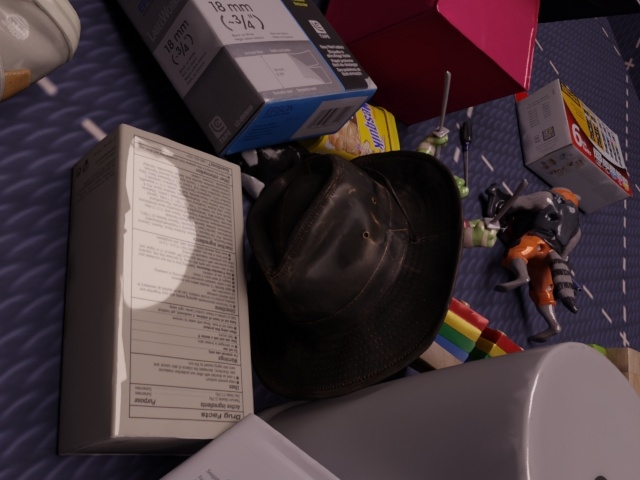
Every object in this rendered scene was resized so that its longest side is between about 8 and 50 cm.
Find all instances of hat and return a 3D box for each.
[{"bbox_3d":[0.000,0.000,0.755,0.134,0.331,0.331,43,43,-40],"label":"hat"}]

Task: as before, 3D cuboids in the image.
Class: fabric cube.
[{"bbox_3d":[0.191,-0.387,1.179,0.259,0.258,0.254,27,68,-37],"label":"fabric cube"}]

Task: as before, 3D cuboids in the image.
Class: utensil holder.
[{"bbox_3d":[0.114,0.289,0.677,0.327,0.385,0.328,25,53,-37],"label":"utensil holder"}]

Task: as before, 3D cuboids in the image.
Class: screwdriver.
[{"bbox_3d":[0.301,-0.174,1.425,0.024,0.025,0.170,29,59,-36],"label":"screwdriver"}]

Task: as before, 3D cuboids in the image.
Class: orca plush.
[{"bbox_3d":[-0.009,-0.069,0.952,0.287,0.102,0.151,49,42,-18],"label":"orca plush"}]

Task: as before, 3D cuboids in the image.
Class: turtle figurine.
[{"bbox_3d":[0.232,-0.079,1.122,0.198,0.275,0.266,35,9,21],"label":"turtle figurine"}]

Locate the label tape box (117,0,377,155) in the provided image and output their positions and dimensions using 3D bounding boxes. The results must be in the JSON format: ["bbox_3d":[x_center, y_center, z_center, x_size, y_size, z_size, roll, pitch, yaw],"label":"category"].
[{"bbox_3d":[-0.112,-0.284,0.892,0.240,0.106,0.334,-22,74,-51],"label":"label tape box"}]

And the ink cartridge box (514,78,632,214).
[{"bbox_3d":[0.640,-0.259,1.751,0.309,0.130,0.272,26,51,-37],"label":"ink cartridge box"}]

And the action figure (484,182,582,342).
[{"bbox_3d":[0.475,0.036,1.383,0.341,0.178,0.330,38,55,-25],"label":"action figure"}]

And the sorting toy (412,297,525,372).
[{"bbox_3d":[0.130,0.112,0.886,0.255,0.257,0.089,37,82,-29],"label":"sorting toy"}]

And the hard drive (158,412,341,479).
[{"bbox_3d":[-0.115,0.272,0.498,0.318,0.210,0.040,-32,123,-29],"label":"hard drive"}]

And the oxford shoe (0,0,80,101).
[{"bbox_3d":[-0.421,-0.271,0.574,0.449,0.169,0.130,37,67,-31],"label":"oxford shoe"}]

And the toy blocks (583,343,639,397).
[{"bbox_3d":[0.656,0.378,1.422,0.381,0.190,0.261,21,67,-39],"label":"toy blocks"}]

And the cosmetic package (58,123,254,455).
[{"bbox_3d":[-0.166,0.056,0.706,0.160,0.113,0.309,18,58,-41],"label":"cosmetic package"}]

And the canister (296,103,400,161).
[{"bbox_3d":[0.042,-0.172,1.088,0.170,0.073,0.126,15,60,-41],"label":"canister"}]

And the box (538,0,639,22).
[{"bbox_3d":[0.319,-0.642,1.249,0.472,0.480,0.297,25,81,-43],"label":"box"}]
